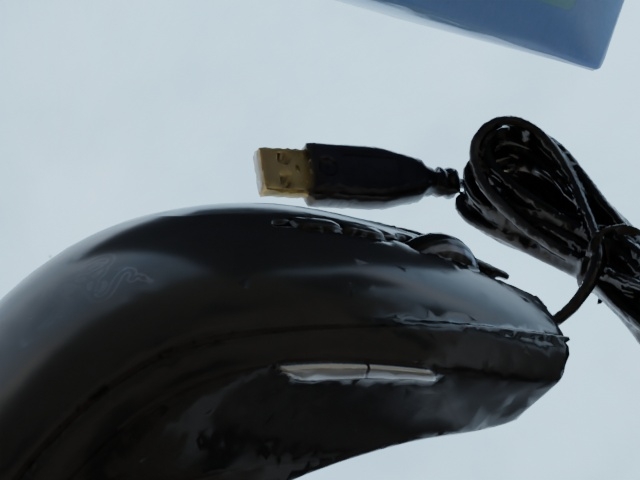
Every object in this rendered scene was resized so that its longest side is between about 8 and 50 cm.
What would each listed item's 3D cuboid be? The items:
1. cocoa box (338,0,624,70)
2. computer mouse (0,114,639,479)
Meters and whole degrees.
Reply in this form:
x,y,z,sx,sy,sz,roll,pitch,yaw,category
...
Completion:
x,y,z,sx,sy,sz,roll,pitch,yaw,category
0.010,-0.265,0.598,0.231,0.228,0.347,8,-77,-47,cocoa box
0.000,0.000,0.533,0.262,0.184,0.060,-6,-61,-23,computer mouse
